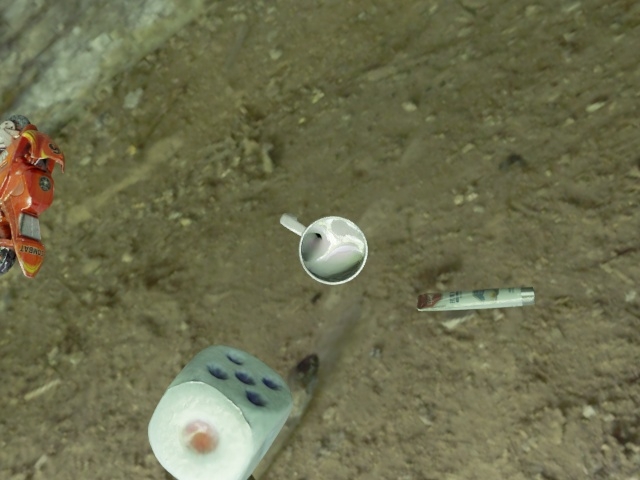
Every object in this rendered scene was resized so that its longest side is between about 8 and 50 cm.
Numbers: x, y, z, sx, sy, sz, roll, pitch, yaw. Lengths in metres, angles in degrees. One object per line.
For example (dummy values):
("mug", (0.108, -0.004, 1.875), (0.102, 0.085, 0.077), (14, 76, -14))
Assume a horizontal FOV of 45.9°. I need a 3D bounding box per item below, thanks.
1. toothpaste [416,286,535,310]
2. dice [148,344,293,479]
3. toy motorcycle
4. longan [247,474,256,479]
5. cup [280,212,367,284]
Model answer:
("toothpaste", (0.318, 0.121, 1.558), (0.239, 0.039, 0.062), (-5, 26, 14))
("dice", (-0.243, 0.439, 1.872), (0.268, 0.264, 0.262), (-61, -11, 16))
("toy motorcycle", (-0.518, -0.081, 1.285), (0.171, 0.089, 0.298), (-1, 75, 20))
("longan", (-0.256, 0.687, 1.982), (0.204, 0.159, 0.185), (-24, 48, 1))
("cup", (0.003, 0.012, 1.539), (0.173, 0.134, 0.142), (2, 5, -2))
